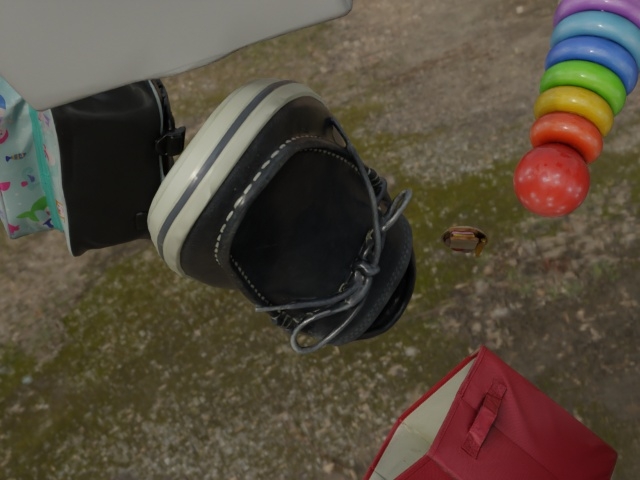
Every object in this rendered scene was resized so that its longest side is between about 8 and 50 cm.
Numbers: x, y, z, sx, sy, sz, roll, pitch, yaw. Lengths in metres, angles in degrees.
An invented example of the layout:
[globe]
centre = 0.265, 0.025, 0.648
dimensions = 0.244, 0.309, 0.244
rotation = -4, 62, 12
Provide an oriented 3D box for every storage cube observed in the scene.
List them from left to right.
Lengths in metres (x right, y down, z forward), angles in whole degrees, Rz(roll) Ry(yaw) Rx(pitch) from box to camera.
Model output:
[storage cube]
centre = 0.170, 0.269, 0.905
dimensions = 0.215, 0.193, 0.183
rotation = -54, -4, 41

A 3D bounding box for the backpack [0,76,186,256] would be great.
[backpack]
centre = -0.241, -0.132, 0.815
dimensions = 0.191, 0.225, 0.253
rotation = -6, 49, -14

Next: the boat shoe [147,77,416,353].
[boat shoe]
centre = 0.000, 0.000, 0.758
dimensions = 0.156, 0.500, 0.186
rotation = 35, 86, 17

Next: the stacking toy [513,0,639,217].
[stacking toy]
centre = 0.324, -0.174, 1.041
dimensions = 0.141, 0.141, 0.330
rotation = 7, 67, 41

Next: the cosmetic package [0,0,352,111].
[cosmetic package]
centre = -0.169, -0.290, 0.394
dimensions = 0.230, 0.453, 0.161
rotation = -12, 51, 19

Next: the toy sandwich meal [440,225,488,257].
[toy sandwich meal]
centre = 0.234, 0.004, 1.358
dimensions = 0.086, 0.085, 0.029
rotation = -6, 59, 25
